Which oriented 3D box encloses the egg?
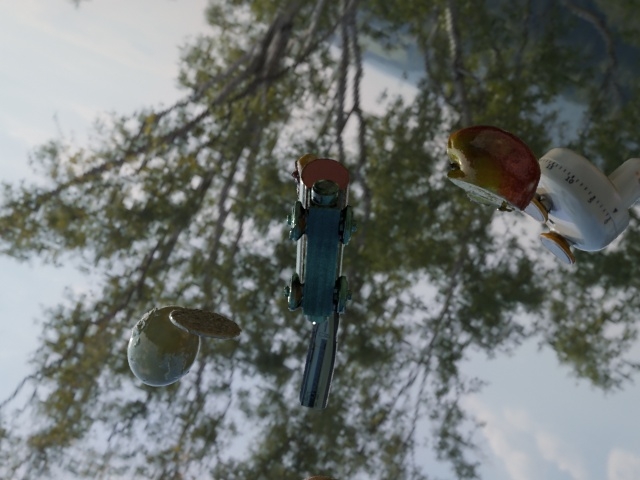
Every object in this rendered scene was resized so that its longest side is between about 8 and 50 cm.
[{"bbox_3d":[-0.355,0.240,2.234,0.164,0.201,0.164,26,-158,-11],"label":"egg"}]

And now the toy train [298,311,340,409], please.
[{"bbox_3d":[0.011,0.185,1.805,0.048,0.252,0.055,14,-171,17],"label":"toy train"}]

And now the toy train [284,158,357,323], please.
[{"bbox_3d":[0.000,0.000,1.655,0.116,0.285,0.177,2,-141,0],"label":"toy train"}]

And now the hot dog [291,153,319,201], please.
[{"bbox_3d":[-0.003,-0.073,2.104,0.076,0.102,0.249,-14,-113,-22],"label":"hot dog"}]

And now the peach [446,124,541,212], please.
[{"bbox_3d":[0.249,-0.105,1.409,0.151,0.118,0.151,53,-161,-27],"label":"peach"}]

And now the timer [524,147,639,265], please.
[{"bbox_3d":[0.552,-0.098,2.039,0.233,0.240,0.233,49,175,5],"label":"timer"}]

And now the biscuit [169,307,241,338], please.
[{"bbox_3d":[-0.232,0.168,1.966,0.152,0.020,0.152,15,-170,-3],"label":"biscuit"}]

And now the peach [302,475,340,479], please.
[{"bbox_3d":[0.010,0.556,1.840,0.235,0.214,0.214,46,-161,20],"label":"peach"}]
